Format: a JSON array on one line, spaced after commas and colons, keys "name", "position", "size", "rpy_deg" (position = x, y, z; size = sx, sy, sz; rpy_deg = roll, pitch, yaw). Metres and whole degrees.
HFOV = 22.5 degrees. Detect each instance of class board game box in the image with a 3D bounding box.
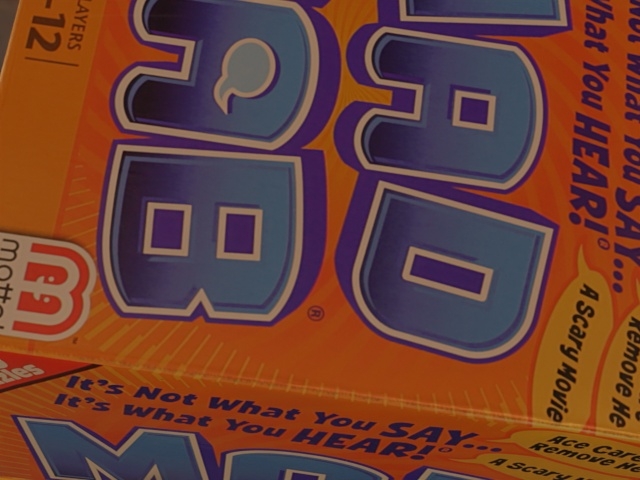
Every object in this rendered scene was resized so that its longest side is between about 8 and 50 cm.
[{"name": "board game box", "position": [0.000, 0.000, 0.978], "size": [0.356, 0.356, 0.356], "rpy_deg": [8, -29, -1]}]
